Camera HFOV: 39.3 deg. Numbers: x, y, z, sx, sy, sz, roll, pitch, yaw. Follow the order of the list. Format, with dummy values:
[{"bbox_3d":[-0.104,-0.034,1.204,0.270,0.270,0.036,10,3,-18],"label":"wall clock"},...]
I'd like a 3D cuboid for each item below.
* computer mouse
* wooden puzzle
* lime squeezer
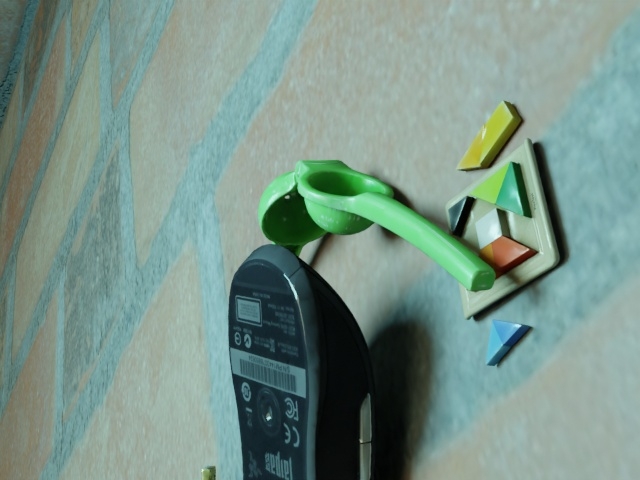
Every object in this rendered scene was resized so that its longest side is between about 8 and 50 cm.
[{"bbox_3d":[-0.021,0.133,0.536,0.184,0.060,0.262,-7,90,58],"label":"computer mouse"},{"bbox_3d":[0.084,-0.006,0.437,0.078,0.014,0.116,-52,37,43],"label":"wooden puzzle"},{"bbox_3d":[0.000,0.000,0.545,0.310,0.058,0.110,-26,51,62],"label":"lime squeezer"}]
